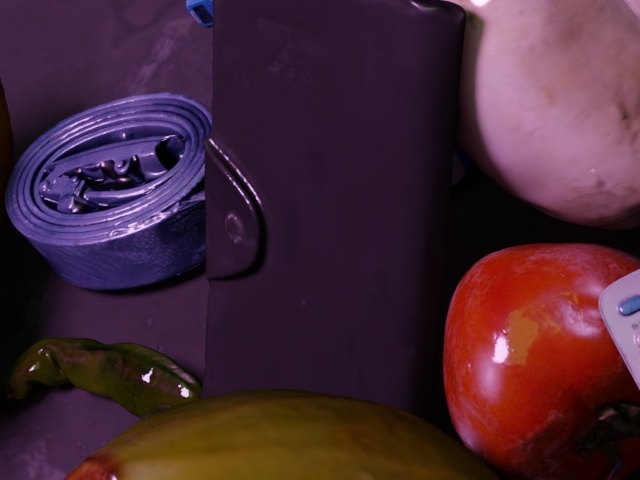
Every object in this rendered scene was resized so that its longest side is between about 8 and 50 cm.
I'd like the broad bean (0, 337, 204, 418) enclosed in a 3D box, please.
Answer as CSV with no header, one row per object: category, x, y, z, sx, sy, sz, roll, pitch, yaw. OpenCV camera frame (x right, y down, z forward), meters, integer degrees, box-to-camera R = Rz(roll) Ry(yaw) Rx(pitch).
broad bean,-0.161,0.101,1.357,0.195,0.046,0.061,-3,70,29

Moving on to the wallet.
wallet,0.000,0.000,1.188,0.197,0.377,0.051,20,28,34

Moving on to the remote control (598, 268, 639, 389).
remote control,0.239,0.118,1.050,0.073,0.044,0.229,-26,76,-2

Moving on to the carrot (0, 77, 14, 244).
carrot,-0.369,0.017,1.384,0.241,0.241,0.341,-4,54,23

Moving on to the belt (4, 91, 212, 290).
belt,-0.145,-0.037,1.414,0.190,0.082,0.141,-12,53,19

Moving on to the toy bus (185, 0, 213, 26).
toy bus,-0.089,-0.223,1.533,0.046,0.038,0.083,-14,54,20

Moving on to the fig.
fig,-0.027,0.220,1.050,0.316,0.316,0.316,-12,56,18

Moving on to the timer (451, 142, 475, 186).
timer,0.056,-0.163,1.403,0.178,0.078,0.253,-46,52,-9

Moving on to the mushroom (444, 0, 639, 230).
mushroom,0.192,-0.190,1.194,0.315,0.315,0.356,16,105,32

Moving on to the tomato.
tomato,0.159,0.070,1.148,0.187,0.187,0.151,-26,51,8
